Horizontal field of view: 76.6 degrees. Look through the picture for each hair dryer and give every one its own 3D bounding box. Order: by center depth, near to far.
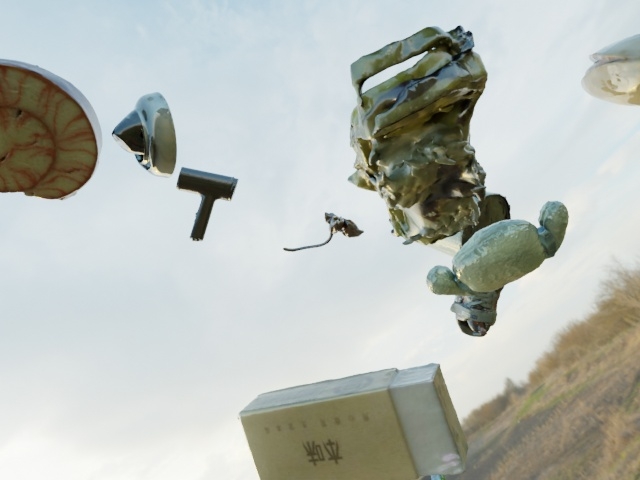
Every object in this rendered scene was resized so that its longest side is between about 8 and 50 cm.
[{"bbox_3d":[-0.401,-0.118,1.379,0.198,0.250,0.089,13,-15,-15],"label":"hair dryer"}]

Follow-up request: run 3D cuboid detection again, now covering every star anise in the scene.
[{"bbox_3d":[0.000,0.000,1.346,0.227,0.219,0.148,-62,-15,21],"label":"star anise"}]

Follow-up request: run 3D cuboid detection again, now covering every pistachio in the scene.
[{"bbox_3d":[0.602,-0.329,0.782,0.144,0.215,0.143,-2,-75,-8],"label":"pistachio"}]

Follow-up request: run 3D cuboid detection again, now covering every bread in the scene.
[{"bbox_3d":[-0.674,-0.247,0.910,0.328,0.114,0.294,16,-68,-30],"label":"bread"}]

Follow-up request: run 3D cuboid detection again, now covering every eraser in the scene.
[{"bbox_3d":[0.039,0.298,0.638,0.344,0.143,0.078,-20,-2,24],"label":"eraser"}]

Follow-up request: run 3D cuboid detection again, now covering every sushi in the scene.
[{"bbox_3d":[0.094,-0.070,0.416,0.139,0.130,0.291,-20,-20,10],"label":"sushi"}]

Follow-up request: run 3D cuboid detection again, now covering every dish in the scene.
[{"bbox_3d":[-0.297,-0.168,0.660,0.078,0.141,0.141,-14,-39,-36],"label":"dish"}]

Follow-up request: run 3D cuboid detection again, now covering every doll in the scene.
[{"bbox_3d":[0.254,0.025,0.578,0.214,0.071,0.104,-38,-63,23],"label":"doll"}]

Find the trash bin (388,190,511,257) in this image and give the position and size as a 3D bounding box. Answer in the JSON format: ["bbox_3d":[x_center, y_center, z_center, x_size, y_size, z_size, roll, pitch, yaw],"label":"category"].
[{"bbox_3d":[0.396,-0.064,1.232,0.277,0.263,0.217,-32,-57,-21],"label":"trash bin"}]

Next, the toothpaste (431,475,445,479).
[{"bbox_3d":[0.211,0.435,0.711,0.020,0.017,0.083,-45,13,19],"label":"toothpaste"}]

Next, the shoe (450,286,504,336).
[{"bbox_3d":[0.340,0.141,0.889,0.227,0.100,0.125,80,-152,-49],"label":"shoe"}]
